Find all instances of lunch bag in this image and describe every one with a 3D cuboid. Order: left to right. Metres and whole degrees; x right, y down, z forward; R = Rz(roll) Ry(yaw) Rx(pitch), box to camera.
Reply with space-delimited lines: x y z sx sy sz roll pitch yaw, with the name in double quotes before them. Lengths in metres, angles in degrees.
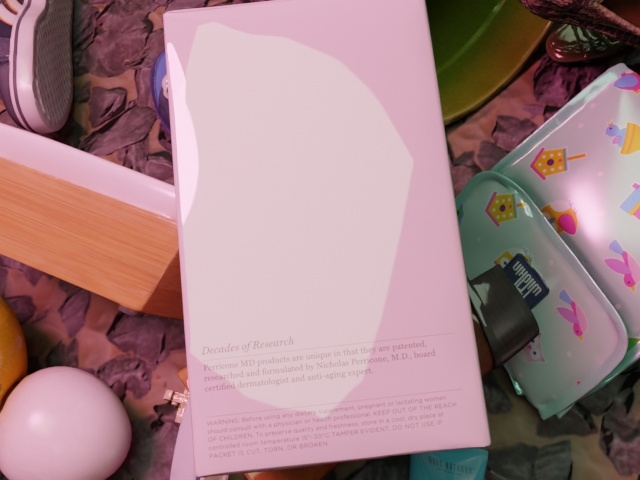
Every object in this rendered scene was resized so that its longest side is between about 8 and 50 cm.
"lunch bag" 0.249 0.009 0.682 0.262 0.160 0.223 -38 67 10

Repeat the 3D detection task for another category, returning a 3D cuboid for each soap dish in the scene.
"soap dish" -0.214 -0.010 0.727 0.290 0.229 0.118 19 85 17

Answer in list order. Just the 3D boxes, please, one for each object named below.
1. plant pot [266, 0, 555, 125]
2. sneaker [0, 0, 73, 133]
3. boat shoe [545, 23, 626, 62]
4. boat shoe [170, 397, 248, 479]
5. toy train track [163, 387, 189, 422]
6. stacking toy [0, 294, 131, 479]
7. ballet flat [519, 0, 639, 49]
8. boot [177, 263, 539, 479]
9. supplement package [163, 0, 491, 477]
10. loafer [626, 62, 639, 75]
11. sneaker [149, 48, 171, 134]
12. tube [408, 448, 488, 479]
"plant pot" 0.050 -0.365 0.811 0.366 0.366 0.353 -40 54 -12
"sneaker" -0.387 -0.249 0.918 0.127 0.126 0.321 -11 52 -2
"boat shoe" 0.339 -0.243 0.858 0.153 0.048 0.056 -24 75 3
"boat shoe" -0.038 0.121 0.687 0.094 0.109 0.302 10 63 30
"toy train track" -0.120 0.163 0.737 0.083 0.014 0.048 10 66 12
"stacking toy" -0.404 0.109 0.678 0.479 0.350 0.351 20 68 1
"ballet flat" 0.408 -0.208 0.681 0.482 0.164 0.182 14 22 -10
"boot" 0.004 0.055 0.650 0.280 0.096 0.264 -31 79 -5
"supplement package" 0.000 0.000 0.521 0.175 0.177 0.293 -7 79 0
"loafer" 0.408 -0.085 0.735 0.109 0.095 0.302 -28 64 -8
"sneaker" -0.104 -0.158 0.765 0.130 0.236 0.323 -33 66 -8
"tube" 0.101 0.277 0.631 0.080 0.052 0.207 21 62 -18
